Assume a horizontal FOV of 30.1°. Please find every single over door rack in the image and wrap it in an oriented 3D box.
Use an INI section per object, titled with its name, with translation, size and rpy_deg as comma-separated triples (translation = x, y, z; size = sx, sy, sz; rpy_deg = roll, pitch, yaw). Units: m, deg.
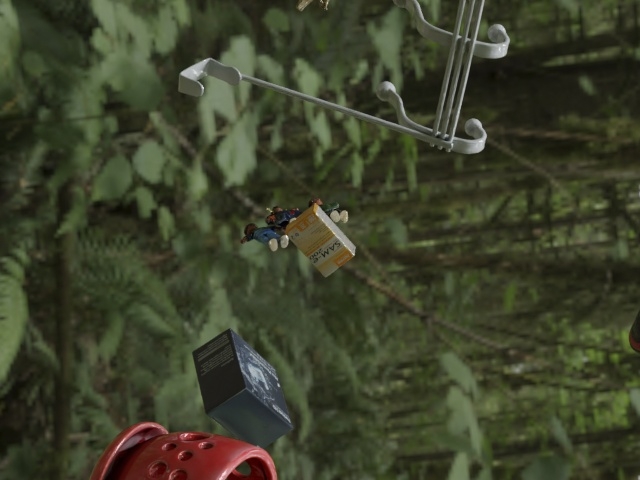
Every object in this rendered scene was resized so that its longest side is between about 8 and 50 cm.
[over door rack]
translation = 0.032, -0.238, 1.191
size = 0.108, 0.324, 0.240
rpy_deg = -65, 167, -55

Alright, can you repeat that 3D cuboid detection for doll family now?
[doll family]
translation = -0.050, -0.028, 2.071
size = 0.111, 0.193, 0.076
rpy_deg = 30, -61, 53

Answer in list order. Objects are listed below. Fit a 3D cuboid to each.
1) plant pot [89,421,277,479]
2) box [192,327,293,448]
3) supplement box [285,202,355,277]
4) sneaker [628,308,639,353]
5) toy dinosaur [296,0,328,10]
[plant pot]
translation = -0.168, 0.315, 1.396
size = 0.191, 0.174, 0.191
rpy_deg = -32, 127, -56
[box]
translation = -0.141, 0.271, 2.144
size = 0.156, 0.093, 0.158
rpy_deg = 47, 15, -40
[supplement box]
translation = 0.000, 0.000, 1.850
size = 0.098, 0.062, 0.036
rpy_deg = 47, 18, -14
[sneaker]
translation = 0.668, 0.096, 2.251
size = 0.135, 0.276, 0.097
rpy_deg = 23, 19, -45
[toy dinosaur]
translation = 0.005, -0.418, 1.813
size = 0.092, 0.053, 0.183
rpy_deg = 48, 44, -55
